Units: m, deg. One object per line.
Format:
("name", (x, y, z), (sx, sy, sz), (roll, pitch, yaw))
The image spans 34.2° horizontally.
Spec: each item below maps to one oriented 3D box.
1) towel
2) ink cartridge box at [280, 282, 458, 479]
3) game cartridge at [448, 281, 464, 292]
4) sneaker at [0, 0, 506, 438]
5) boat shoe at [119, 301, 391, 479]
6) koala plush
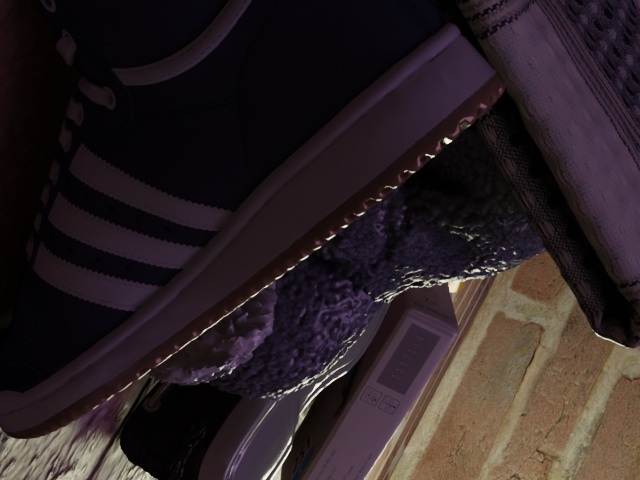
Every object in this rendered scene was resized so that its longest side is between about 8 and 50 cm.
("towel", (0.128, -0.155, 0.555), (0.056, 0.324, 0.312), (-25, -166, 38))
("ink cartridge box", (0.049, 0.150, 1.178), (0.296, 0.066, 0.261), (-61, -171, 20))
("game cartridge", (0.245, -0.102, 1.351), (0.285, 0.052, 0.324), (-59, 172, -19))
("sneaker", (-0.079, -0.037, 0.411), (0.282, 0.153, 0.099), (-36, -174, 34))
("boat shoe", (-0.027, 0.068, 0.764), (0.302, 0.091, 0.114), (-44, 149, -49))
("koala plush", (0.000, 0.000, 0.584), (0.221, 0.203, 0.196), (-50, 164, -1))
